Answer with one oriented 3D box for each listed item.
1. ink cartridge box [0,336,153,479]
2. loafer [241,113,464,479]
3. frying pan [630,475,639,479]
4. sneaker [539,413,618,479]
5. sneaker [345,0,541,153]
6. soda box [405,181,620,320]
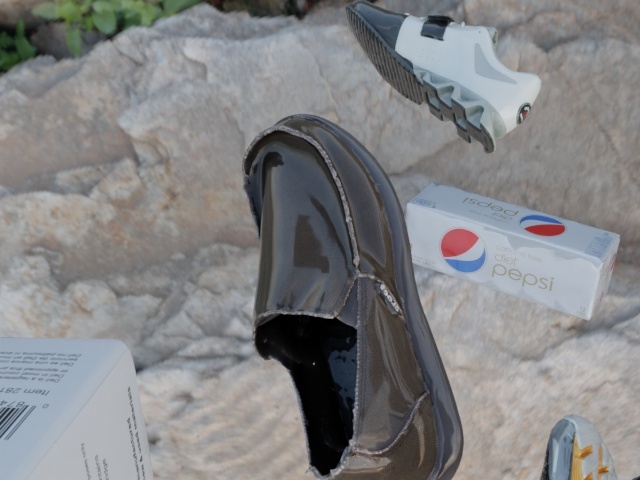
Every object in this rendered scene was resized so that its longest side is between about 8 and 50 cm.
[{"bbox_3d":[-0.218,0.154,0.434,0.201,0.278,0.117,0,112,12],"label":"ink cartridge box"},{"bbox_3d":[0.006,0.043,0.839,0.134,0.130,0.366,-43,58,38],"label":"loafer"},{"bbox_3d":[0.472,0.194,1.075,0.197,0.326,0.053,-30,92,-46],"label":"frying pan"},{"bbox_3d":[0.158,0.229,0.699,0.083,0.084,0.215,6,88,36],"label":"sneaker"},{"bbox_3d":[0.182,-0.274,1.457,0.146,0.122,0.330,-44,67,-9],"label":"sneaker"},{"bbox_3d":[0.197,0.008,1.044,0.216,0.074,0.069,19,32,25],"label":"soda box"}]
